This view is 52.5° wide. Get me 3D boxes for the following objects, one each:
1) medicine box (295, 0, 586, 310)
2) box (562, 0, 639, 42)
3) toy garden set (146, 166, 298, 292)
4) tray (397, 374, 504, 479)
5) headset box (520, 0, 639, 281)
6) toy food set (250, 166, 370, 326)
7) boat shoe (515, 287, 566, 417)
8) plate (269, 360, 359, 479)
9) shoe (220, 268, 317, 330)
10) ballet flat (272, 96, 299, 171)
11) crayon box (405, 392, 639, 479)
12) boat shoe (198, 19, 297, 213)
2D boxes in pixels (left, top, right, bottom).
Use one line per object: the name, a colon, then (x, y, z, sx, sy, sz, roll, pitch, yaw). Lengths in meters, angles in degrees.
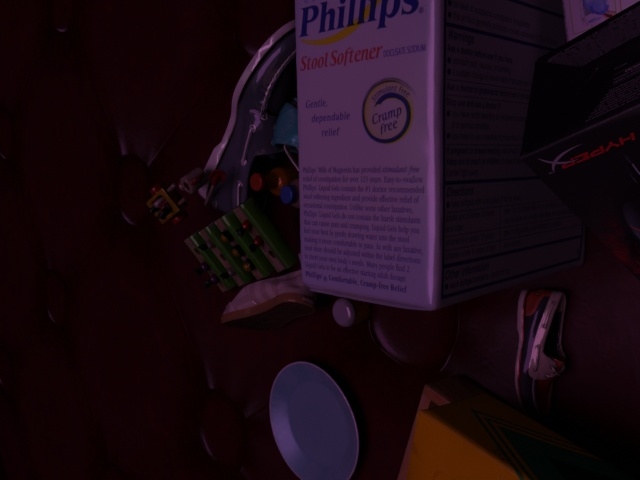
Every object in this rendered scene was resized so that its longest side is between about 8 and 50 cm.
medicine box: (0.121, -0.106, 0.590, 0.149, 0.263, 0.290, 5, 99, 45)
box: (0.310, -0.167, 0.496, 0.203, 0.114, 0.103, -7, 91, 45)
toy garden set: (-0.164, -0.016, 0.958, 0.204, 0.049, 0.244, 54, 148, -8)
tray: (0.246, 0.327, 0.634, 0.411, 0.076, 0.203, 33, 118, 46)
headset box: (0.310, -0.041, 0.421, 0.218, 0.293, 0.110, -24, 36, 46)
toy food set: (0.000, 0.000, 0.844, 0.111, 0.104, 0.232, -27, 76, 44)
boat shoe: (0.230, 0.117, 0.668, 0.043, 0.049, 0.137, 1, 92, 44)
plate: (-0.007, 0.267, 0.947, 0.188, 0.024, 0.188, 7, 100, 46)
shoe: (-0.076, 0.092, 0.966, 0.219, 0.076, 0.058, -22, 55, 47)
ballet flat: (0.037, -0.084, 0.789, 0.247, 0.083, 0.087, 35, 101, 25)
crayon box: (0.196, 0.367, 0.556, 0.313, 0.106, 0.363, 24, 111, 48)
boat shoe: (-0.071, -0.153, 0.908, 0.099, 0.116, 0.319, 42, 127, 13)
